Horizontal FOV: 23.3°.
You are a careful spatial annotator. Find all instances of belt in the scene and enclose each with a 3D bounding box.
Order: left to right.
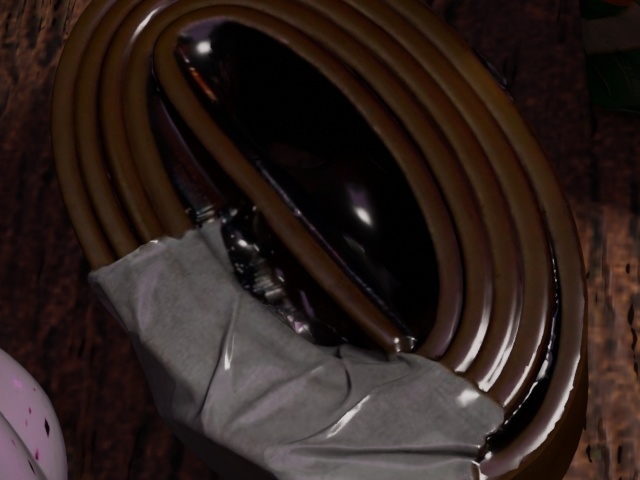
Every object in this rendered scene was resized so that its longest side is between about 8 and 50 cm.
[{"bbox_3d":[0.000,0.000,0.751,0.217,0.122,0.339,-31,61,-7],"label":"belt"}]

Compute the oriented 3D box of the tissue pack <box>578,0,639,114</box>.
[{"bbox_3d":[0.193,-0.121,0.724,0.148,0.209,0.156,5,67,14],"label":"tissue pack"}]

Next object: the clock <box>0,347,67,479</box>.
[{"bbox_3d":[-0.244,0.166,0.723,0.322,0.113,0.295,35,74,23],"label":"clock"}]
